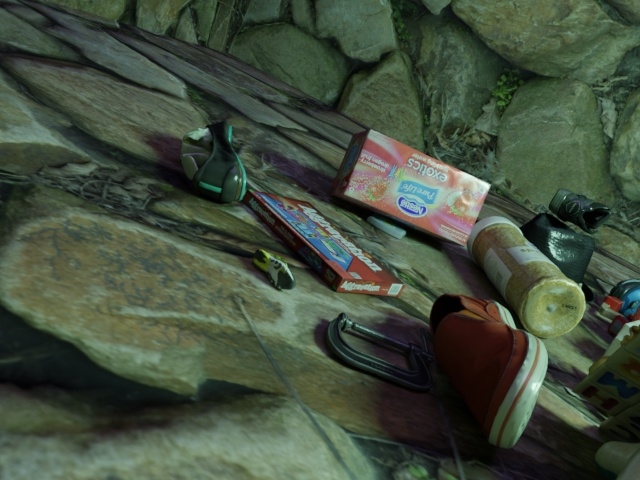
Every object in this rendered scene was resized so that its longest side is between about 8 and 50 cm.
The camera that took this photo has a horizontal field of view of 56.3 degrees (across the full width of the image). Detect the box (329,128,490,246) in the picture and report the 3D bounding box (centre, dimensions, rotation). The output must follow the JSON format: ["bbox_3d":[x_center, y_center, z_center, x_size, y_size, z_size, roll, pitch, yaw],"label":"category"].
[{"bbox_3d":[0.191,-0.112,1.313,0.300,0.154,0.142,23,1,-13],"label":"box"}]

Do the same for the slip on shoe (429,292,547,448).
[{"bbox_3d":[0.182,0.135,0.700,0.101,0.123,0.331,19,12,2],"label":"slip on shoe"}]

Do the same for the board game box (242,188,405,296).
[{"bbox_3d":[0.000,0.000,0.974,0.145,0.027,0.281,10,23,-44],"label":"board game box"}]

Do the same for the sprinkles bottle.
[{"bbox_3d":[0.399,0.061,1.206,0.121,0.121,0.355,23,18,-11],"label":"sprinkles bottle"}]

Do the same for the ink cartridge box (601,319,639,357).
[{"bbox_3d":[0.583,0.209,1.087,0.143,0.090,0.092,3,28,-49],"label":"ink cartridge box"}]

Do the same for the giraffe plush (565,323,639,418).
[{"bbox_3d":[0.494,0.187,0.887,0.210,0.170,0.181,19,19,-23],"label":"giraffe plush"}]

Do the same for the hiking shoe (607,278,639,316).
[{"bbox_3d":[0.880,0.189,1.523,0.304,0.113,0.132,22,17,-14],"label":"hiking shoe"}]

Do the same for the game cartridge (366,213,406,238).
[{"bbox_3d":[0.142,-0.031,1.281,0.083,0.017,0.056,30,21,12],"label":"game cartridge"}]

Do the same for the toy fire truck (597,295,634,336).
[{"bbox_3d":[0.698,0.184,1.394,0.192,0.047,0.135,5,26,-47],"label":"toy fire truck"}]

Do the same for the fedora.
[{"bbox_3d":[0.582,0.023,1.521,0.334,0.152,0.334,24,17,-8],"label":"fedora"}]

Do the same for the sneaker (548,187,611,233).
[{"bbox_3d":[0.675,-0.067,1.528,0.130,0.087,0.227,39,16,30],"label":"sneaker"}]

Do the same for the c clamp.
[{"bbox_3d":[0.074,0.129,0.724,0.160,0.022,0.137,22,23,-18],"label":"c clamp"}]

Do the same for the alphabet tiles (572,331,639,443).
[{"bbox_3d":[0.438,0.212,0.639,0.285,0.011,0.342,32,-22,19],"label":"alphabet tiles"}]

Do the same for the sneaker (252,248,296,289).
[{"bbox_3d":[-0.054,0.036,0.783,0.035,0.031,0.083,8,25,-47],"label":"sneaker"}]

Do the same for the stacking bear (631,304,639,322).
[{"bbox_3d":[0.783,0.200,1.273,0.175,0.164,0.289,-2,-18,37],"label":"stacking bear"}]

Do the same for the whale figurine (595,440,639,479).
[{"bbox_3d":[0.335,0.270,0.542,0.272,0.141,0.216,-7,15,-21],"label":"whale figurine"}]

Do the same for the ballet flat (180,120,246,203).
[{"bbox_3d":[-0.191,-0.150,1.037,0.096,0.095,0.280,7,23,-18],"label":"ballet flat"}]
